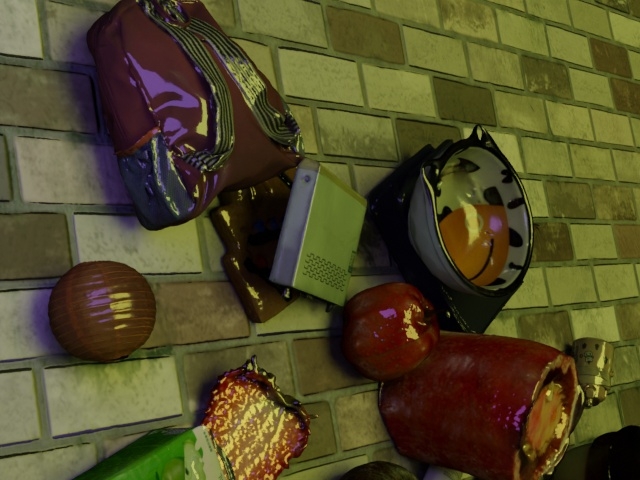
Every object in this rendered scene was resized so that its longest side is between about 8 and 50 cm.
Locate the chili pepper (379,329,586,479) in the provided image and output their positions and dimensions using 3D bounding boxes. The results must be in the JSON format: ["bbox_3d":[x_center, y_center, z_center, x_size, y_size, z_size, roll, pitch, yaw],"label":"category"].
[{"bbox_3d":[0.266,0.281,1.860,0.229,0.305,0.251,34,66,-49],"label":"chili pepper"}]

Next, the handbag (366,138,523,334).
[{"bbox_3d":[0.239,-0.006,2.031,0.269,0.118,0.325,-40,110,-41],"label":"handbag"}]

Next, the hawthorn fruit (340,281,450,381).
[{"bbox_3d":[0.129,0.142,1.789,0.157,0.194,0.157,38,40,-42],"label":"hawthorn fruit"}]

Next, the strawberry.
[{"bbox_3d":[-0.118,0.281,1.551,0.167,0.087,0.208,45,70,-4],"label":"strawberry"}]

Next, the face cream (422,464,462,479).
[{"bbox_3d":[0.228,0.392,1.937,0.092,0.058,0.243,54,37,-16],"label":"face cream"}]

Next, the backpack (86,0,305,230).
[{"bbox_3d":[-0.183,-0.203,1.526,0.283,0.197,0.317,-30,99,-47],"label":"backpack"}]

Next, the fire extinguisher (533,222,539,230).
[{"bbox_3d":[0.450,-0.012,2.354,0.028,0.022,0.083,30,46,4],"label":"fire extinguisher"}]

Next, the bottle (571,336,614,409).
[{"bbox_3d":[0.583,0.295,2.364,0.099,0.099,0.152,33,58,-40],"label":"bottle"}]

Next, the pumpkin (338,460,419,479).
[{"bbox_3d":[0.093,0.451,1.685,0.219,0.162,0.219,41,24,-23],"label":"pumpkin"}]

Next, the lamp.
[{"bbox_3d":[-0.273,0.090,1.372,0.136,0.136,0.136,20,63,-45],"label":"lamp"}]

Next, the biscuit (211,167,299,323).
[{"bbox_3d":[-0.074,-0.013,1.714,0.278,0.043,0.301,21,62,-45],"label":"biscuit"}]

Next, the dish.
[{"bbox_3d":[0.238,-0.033,1.876,0.303,0.120,0.302,13,71,-42],"label":"dish"}]

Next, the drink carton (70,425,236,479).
[{"bbox_3d":[-0.231,0.345,1.358,0.271,0.108,0.161,-27,99,-51],"label":"drink carton"}]

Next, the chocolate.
[{"bbox_3d":[0.584,0.519,2.213,0.284,0.186,0.283,13,68,-37],"label":"chocolate"}]

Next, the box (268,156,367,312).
[{"bbox_3d":[0.000,0.000,1.686,0.270,0.045,0.210,25,78,-71],"label":"box"}]

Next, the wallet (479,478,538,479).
[{"bbox_3d":[0.358,0.452,2.075,0.142,0.045,0.204,56,43,-22],"label":"wallet"}]
